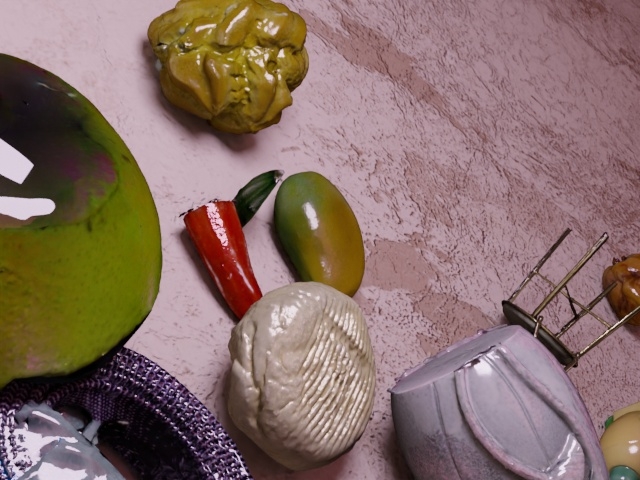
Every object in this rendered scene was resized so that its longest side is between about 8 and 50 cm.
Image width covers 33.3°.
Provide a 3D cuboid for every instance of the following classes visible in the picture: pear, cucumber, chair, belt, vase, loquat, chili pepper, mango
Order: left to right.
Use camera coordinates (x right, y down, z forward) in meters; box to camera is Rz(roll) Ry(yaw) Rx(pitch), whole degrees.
[{"bbox_3d":[-0.318,-0.058,1.021,0.399,0.165,0.399,19,37,-15],"label":"pear"},{"bbox_3d":[-0.198,0.241,1.027,0.325,0.122,0.260,47,33,-3],"label":"belt"},{"bbox_3d":[-0.108,0.037,1.320,0.088,0.065,0.169,-6,72,-63],"label":"chili pepper"},{"bbox_3d":[-0.085,-0.060,1.371,0.035,0.107,0.067,38,43,-6],"label":"cucumber"},{"bbox_3d":[0.001,-0.002,1.433,0.122,0.086,0.191,-8,76,-57],"label":"mango"},{"bbox_3d":[0.268,0.332,1.308,0.250,0.250,0.445,-26,87,-50],"label":"vase"},{"bbox_3d":[0.331,0.140,1.595,0.160,0.170,0.325,45,84,-14],"label":"chair"},{"bbox_3d":[0.556,0.084,1.863,0.137,0.113,0.137,16,45,-17],"label":"loquat"}]

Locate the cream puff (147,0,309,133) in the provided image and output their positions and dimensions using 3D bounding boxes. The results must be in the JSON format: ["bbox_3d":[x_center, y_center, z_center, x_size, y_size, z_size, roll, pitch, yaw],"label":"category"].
[{"bbox_3d":[-0.110,-0.230,1.431,0.221,0.195,0.194,4,59,-37],"label":"cream puff"}]

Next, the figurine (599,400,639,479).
[{"bbox_3d":[0.546,0.373,1.627,0.324,0.124,0.222,33,43,-26],"label":"figurine"}]

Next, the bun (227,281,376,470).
[{"bbox_3d":[-0.035,0.155,1.234,0.220,0.134,0.220,6,82,-54],"label":"bun"}]
